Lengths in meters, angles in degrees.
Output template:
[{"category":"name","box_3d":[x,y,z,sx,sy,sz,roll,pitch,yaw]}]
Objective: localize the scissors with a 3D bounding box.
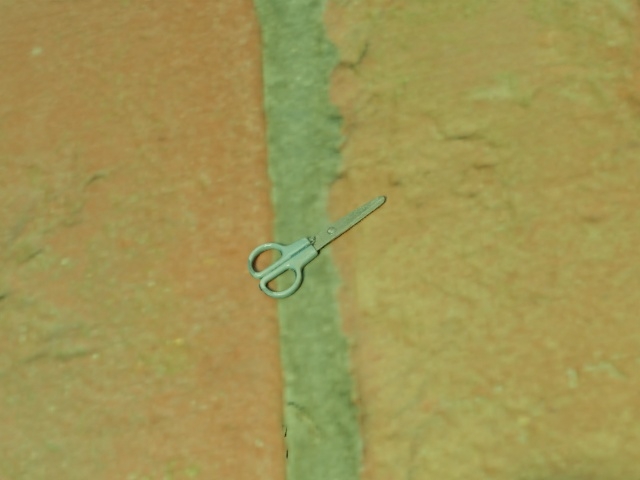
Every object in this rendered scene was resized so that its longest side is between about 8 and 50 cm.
[{"category":"scissors","box_3d":[0.000,0.000,0.963,0.083,0.006,0.036,-33,56,-6]}]
